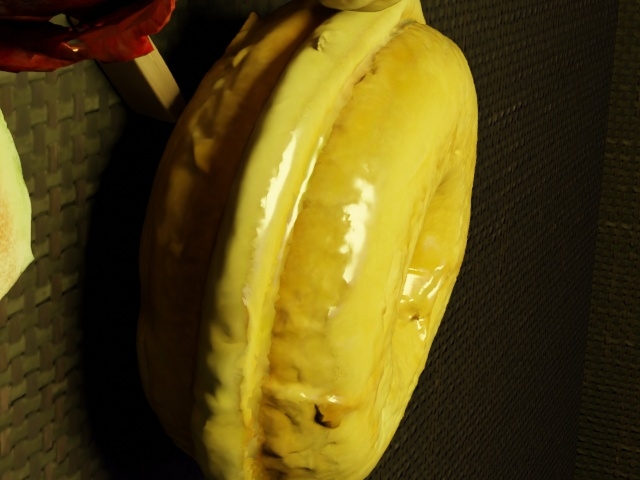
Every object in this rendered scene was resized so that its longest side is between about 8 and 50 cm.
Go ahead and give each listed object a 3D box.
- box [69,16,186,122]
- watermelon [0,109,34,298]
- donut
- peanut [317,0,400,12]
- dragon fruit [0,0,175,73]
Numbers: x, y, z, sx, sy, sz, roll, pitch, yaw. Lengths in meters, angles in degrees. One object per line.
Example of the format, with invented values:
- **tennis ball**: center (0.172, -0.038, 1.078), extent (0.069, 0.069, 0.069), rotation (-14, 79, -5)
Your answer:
- **box**: center (-0.134, -0.127, 0.908), extent (0.025, 0.048, 0.115), rotation (-63, 151, -21)
- **watermelon**: center (-0.265, -0.027, 0.477), extent (0.322, 0.188, 0.175), rotation (5, 90, -73)
- **donut**: center (0.000, 0.000, 1.032), extent (0.449, 0.198, 0.449), rotation (16, 90, -76)
- **peanut**: center (-0.002, -0.281, 0.947), extent (0.325, 0.140, 0.153), rotation (-108, -146, -46)
- **dragon fruit**: center (-0.153, -0.226, 0.541), extent (0.295, 0.295, 0.302), rotation (31, 44, -65)
